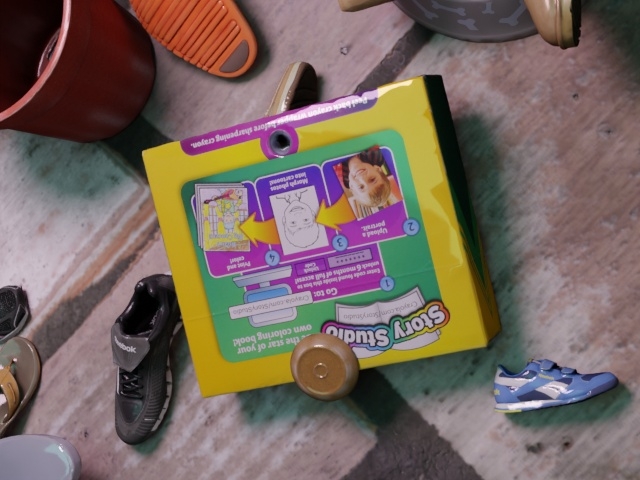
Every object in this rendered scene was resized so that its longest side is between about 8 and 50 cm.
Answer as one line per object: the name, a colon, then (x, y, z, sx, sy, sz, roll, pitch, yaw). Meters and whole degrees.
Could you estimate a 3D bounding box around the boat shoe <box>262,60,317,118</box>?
boat shoe: (-0.060, -0.140, 1.398, 0.072, 0.068, 0.190, 15, 89, 34)

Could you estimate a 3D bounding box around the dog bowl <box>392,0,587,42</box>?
dog bowl: (0.202, -0.421, 1.310, 0.348, 0.102, 0.349, -3, 82, 22)

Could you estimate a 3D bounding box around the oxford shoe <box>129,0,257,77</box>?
oxford shoe: (-0.202, -0.372, 1.451, 0.364, 0.133, 0.130, 48, 121, -1)

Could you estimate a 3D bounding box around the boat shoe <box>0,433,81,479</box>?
boat shoe: (-0.424, 0.337, 1.456, 0.306, 0.105, 0.113, -33, 77, 21)

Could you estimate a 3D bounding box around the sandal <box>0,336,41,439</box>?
sandal: (-0.442, 0.215, 1.490, 0.072, 0.049, 0.180, 22, 71, 13)

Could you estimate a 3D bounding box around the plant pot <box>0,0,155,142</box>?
plant pot: (-0.366, -0.251, 1.420, 0.272, 0.265, 0.273, -2, 83, 21)

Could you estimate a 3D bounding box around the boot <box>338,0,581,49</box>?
boot: (0.147, -0.297, 1.220, 0.269, 0.089, 0.236, -9, 70, 20)

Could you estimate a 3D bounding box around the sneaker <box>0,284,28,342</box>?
sneaker: (-0.491, 0.120, 1.523, 0.178, 0.077, 0.072, -32, 74, 14)

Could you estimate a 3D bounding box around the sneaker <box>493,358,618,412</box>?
sneaker: (0.263, 0.160, 1.239, 0.144, 0.053, 0.059, -11, 77, 19)

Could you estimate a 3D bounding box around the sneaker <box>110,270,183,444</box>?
sneaker: (-0.235, 0.148, 1.404, 0.078, 0.106, 0.234, 14, 89, 23)

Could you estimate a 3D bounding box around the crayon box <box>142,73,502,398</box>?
crayon box: (0.000, 0.000, 1.299, 0.362, 0.106, 0.313, -12, 94, 20)

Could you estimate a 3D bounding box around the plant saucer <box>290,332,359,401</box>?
plant saucer: (0.002, 0.149, 1.257, 0.083, 0.015, 0.083, 4, 104, 17)
